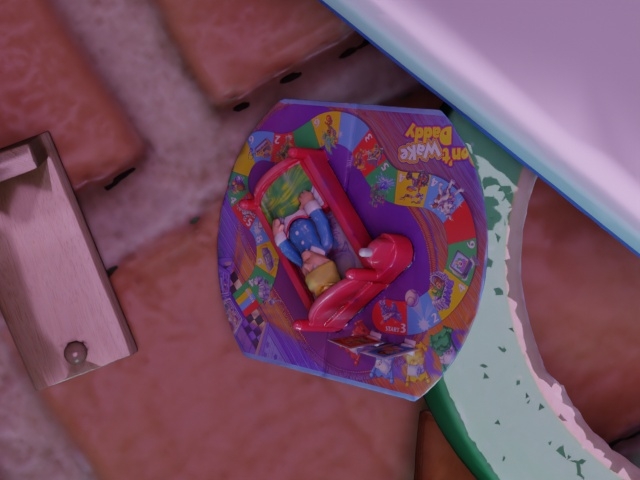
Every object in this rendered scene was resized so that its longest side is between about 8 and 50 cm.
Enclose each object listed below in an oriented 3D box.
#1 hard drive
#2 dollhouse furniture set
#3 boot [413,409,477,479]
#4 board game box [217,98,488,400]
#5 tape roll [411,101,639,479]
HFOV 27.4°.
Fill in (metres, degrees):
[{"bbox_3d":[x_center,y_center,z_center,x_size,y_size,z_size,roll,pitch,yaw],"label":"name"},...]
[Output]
[{"bbox_3d":[0.144,-0.127,0.594,0.319,0.040,0.210,39,83,1],"label":"hard drive"},{"bbox_3d":[-0.177,0.039,0.600,0.144,0.151,0.123,-21,101,-1],"label":"dollhouse furniture set"},{"bbox_3d":[0.044,0.223,0.644,0.264,0.096,0.280,13,77,-10],"label":"boot"},{"bbox_3d":[0.000,0.000,0.616,0.033,0.169,0.133,3,96,-49],"label":"board game box"},{"bbox_3d":[0.200,0.013,0.648,0.321,0.077,0.321,0,86,-5],"label":"tape roll"}]
